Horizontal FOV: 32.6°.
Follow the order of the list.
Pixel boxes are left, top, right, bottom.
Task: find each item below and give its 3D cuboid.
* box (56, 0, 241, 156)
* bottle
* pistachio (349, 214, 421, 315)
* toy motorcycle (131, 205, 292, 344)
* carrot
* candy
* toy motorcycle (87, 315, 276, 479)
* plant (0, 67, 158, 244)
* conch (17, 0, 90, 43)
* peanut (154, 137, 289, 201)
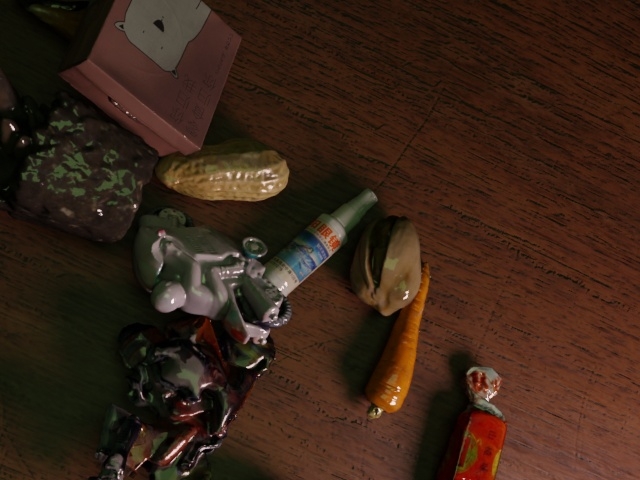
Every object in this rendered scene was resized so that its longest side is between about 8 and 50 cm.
[{"bbox_3d":[-0.233,-0.255,1.517,0.215,0.086,0.215,39,54,-35],"label":"box"},{"bbox_3d":[0.000,0.000,1.610,0.217,0.060,0.060,-41,92,-19],"label":"bottle"},{"bbox_3d":[0.101,0.033,1.609,0.113,0.113,0.149,21,68,-10],"label":"pistachio"},{"bbox_3d":[-0.169,0.052,1.503,0.260,0.110,0.171,39,42,16],"label":"toy motorcycle"},{"bbox_3d":[0.126,0.146,1.617,0.061,0.061,0.256,26,71,-9],"label":"carrot"},{"bbox_3d":[0.218,0.327,1.603,0.086,0.059,0.292,20,76,-14],"label":"candy"},{"bbox_3d":[-0.219,0.245,1.451,0.207,0.134,0.401,31,59,-7],"label":"toy motorcycle"},{"bbox_3d":[-0.392,-0.118,1.470,0.321,0.194,0.181,26,71,-16],"label":"plant"},{"bbox_3d":[-0.326,-0.300,1.566,0.232,0.080,0.086,47,43,-6],"label":"conch"},{"bbox_3d":[-0.141,-0.104,1.578,0.194,0.083,0.093,4,73,-13],"label":"peanut"}]
